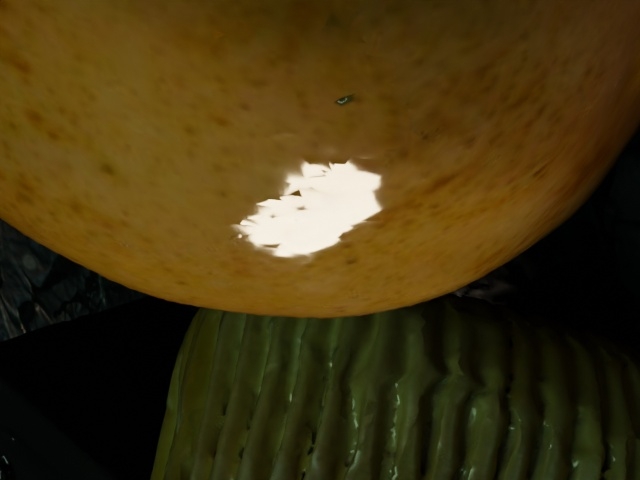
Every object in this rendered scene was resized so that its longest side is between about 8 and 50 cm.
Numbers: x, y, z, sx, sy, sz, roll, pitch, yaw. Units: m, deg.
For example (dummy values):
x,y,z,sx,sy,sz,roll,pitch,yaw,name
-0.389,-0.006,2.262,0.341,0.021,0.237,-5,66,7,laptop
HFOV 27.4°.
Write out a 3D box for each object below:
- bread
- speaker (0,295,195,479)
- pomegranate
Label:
x,y,z,sx,sy,sz,roll,pitch,yaw,name
0.045,0.114,0.644,0.227,0.254,0.142,144,136,-66,bread
-0.110,0.207,0.887,0.254,0.184,0.232,33,125,32,speaker
0.007,-0.167,0.516,0.417,0.417,0.416,17,116,38,pomegranate
